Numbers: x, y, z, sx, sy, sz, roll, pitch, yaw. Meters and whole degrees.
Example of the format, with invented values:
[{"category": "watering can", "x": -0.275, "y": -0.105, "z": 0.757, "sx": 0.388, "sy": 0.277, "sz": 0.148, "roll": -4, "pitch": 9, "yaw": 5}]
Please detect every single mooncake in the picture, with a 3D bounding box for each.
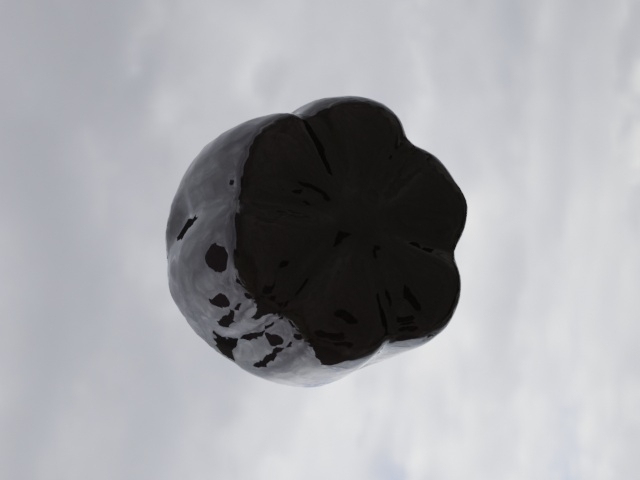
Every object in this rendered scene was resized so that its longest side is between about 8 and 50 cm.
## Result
[{"category": "mooncake", "x": 0.000, "y": 0.000, "z": 1.429, "sx": 0.245, "sy": 0.133, "sz": 0.245, "roll": 8, "pitch": -108, "yaw": -24}]
